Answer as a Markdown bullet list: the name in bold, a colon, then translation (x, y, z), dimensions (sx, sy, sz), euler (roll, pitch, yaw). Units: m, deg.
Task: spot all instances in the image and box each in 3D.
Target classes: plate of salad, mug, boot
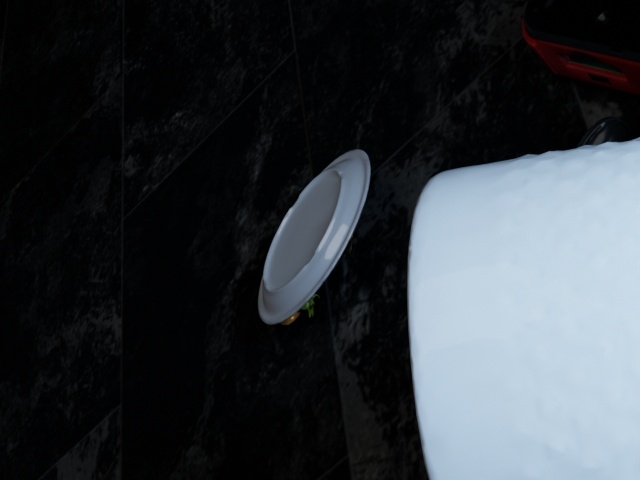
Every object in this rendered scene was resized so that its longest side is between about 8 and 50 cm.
- **plate of salad**: translation (0.000, 0.000, 1.766), dimensions (0.200, 0.048, 0.200), euler (-51, 21, 27)
- **mug**: translation (0.252, 0.117, 1.036), dimensions (0.328, 0.276, 0.374), euler (-9, 83, 18)
- **boot**: translation (0.235, -0.035, 1.436), dimensions (0.121, 0.045, 0.099), euler (-60, 25, 9)

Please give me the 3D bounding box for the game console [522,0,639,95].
- **game console**: translation (0.358, -0.271, 1.488), dimensions (0.342, 0.060, 0.386), euler (-54, 29, -5)
